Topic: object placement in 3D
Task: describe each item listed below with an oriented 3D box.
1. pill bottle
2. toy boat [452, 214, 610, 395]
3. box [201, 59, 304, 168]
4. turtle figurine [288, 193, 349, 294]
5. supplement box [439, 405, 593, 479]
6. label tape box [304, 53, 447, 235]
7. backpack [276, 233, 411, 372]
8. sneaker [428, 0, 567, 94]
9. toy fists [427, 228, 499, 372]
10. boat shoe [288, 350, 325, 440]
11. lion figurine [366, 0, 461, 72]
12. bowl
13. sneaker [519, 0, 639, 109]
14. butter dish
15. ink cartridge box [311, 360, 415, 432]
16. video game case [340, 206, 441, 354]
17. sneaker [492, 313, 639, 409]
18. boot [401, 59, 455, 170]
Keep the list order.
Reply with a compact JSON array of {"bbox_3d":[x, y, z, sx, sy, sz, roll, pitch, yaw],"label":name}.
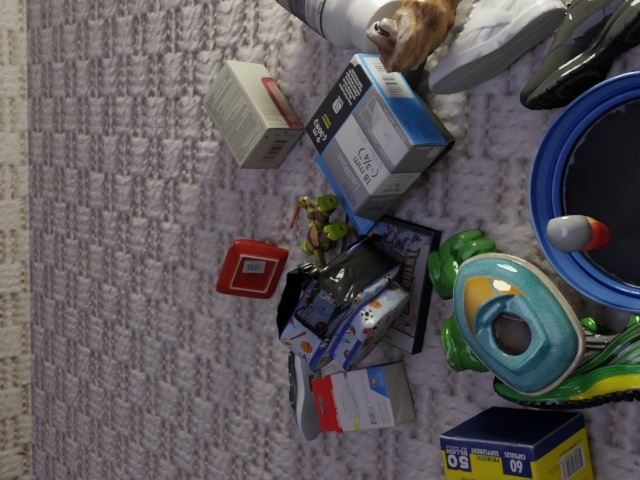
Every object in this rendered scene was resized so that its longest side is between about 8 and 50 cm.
[{"bbox_3d":[0.040,-0.519,1.614,0.318,0.176,0.176,45,123,32],"label":"pill bottle"},{"bbox_3d":[0.348,0.083,1.258,0.267,0.148,0.318,49,118,32],"label":"toy boat"},{"bbox_3d":[-0.169,-0.310,1.876,0.148,0.127,0.232,-49,61,36],"label":"box"},{"bbox_3d":[0.000,0.000,1.759,0.217,0.087,0.269,130,140,-61],"label":"turtle figurine"},{"bbox_3d":[0.370,0.503,1.363,0.194,0.195,0.356,-8,92,45],"label":"supplement box"},{"bbox_3d":[0.080,-0.183,1.586,0.333,0.106,0.240,-50,59,42],"label":"label tape box"},{"bbox_3d":[0.044,0.149,1.591,0.213,0.276,0.263,49,129,14],"label":"backpack"},{"bbox_3d":[0.308,-0.411,1.425,0.292,0.108,0.169,-31,66,37],"label":"sneaker"},{"bbox_3d":[0.295,0.114,1.462,0.142,0.096,0.279,-24,62,35],"label":"toy fists"},{"bbox_3d":[-0.046,0.374,1.860,0.076,0.080,0.228,-10,86,51],"label":"boat shoe"},{"bbox_3d":[0.215,-0.510,1.441,0.240,0.142,0.392,121,172,-58],"label":"lion figurine"},{"bbox_3d":[0.534,-0.077,1.243,0.391,0.077,0.391,5,97,44],"label":"bowl"},{"bbox_3d":[0.450,-0.340,1.295,0.286,0.109,0.130,-43,58,28],"label":"sneaker"},{"bbox_3d":[-0.184,0.055,1.933,0.160,0.160,0.118,-67,28,26],"label":"butter dish"},{"bbox_3d":[0.093,0.358,1.718,0.231,0.078,0.134,-19,80,44],"label":"ink cartridge box"},{"bbox_3d":[0.138,0.083,1.677,0.248,0.035,0.274,19,107,42],"label":"video game case"},{"bbox_3d":[0.457,0.219,1.334,0.343,0.134,0.146,-22,61,42],"label":"sneaker"},{"bbox_3d":[0.208,-0.275,1.546,0.208,0.076,0.189,64,145,28],"label":"boot"}]
